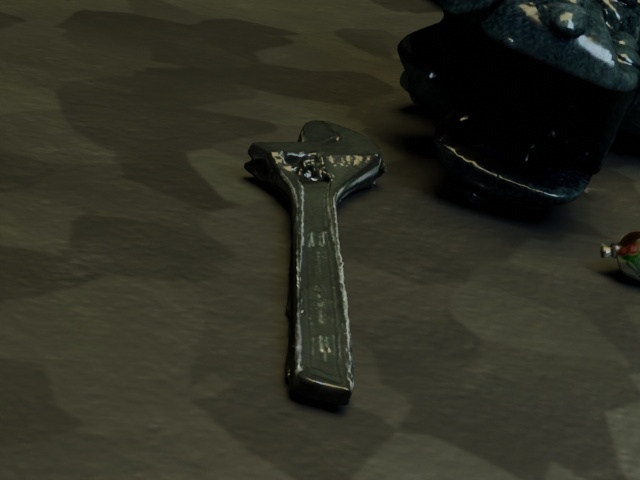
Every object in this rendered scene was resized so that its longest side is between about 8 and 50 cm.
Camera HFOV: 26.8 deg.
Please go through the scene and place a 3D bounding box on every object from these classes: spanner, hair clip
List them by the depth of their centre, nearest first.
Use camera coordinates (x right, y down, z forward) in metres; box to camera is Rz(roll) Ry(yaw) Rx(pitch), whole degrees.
[{"bbox_3d":[0.000,0.000,0.775,0.093,0.026,0.325,9,28,-6],"label":"spanner"},{"bbox_3d":[0.179,-0.144,0.958,0.206,0.194,0.310,36,34,30],"label":"hair clip"}]

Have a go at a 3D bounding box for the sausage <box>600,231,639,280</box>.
[{"bbox_3d":[0.302,0.032,0.809,0.269,0.033,0.033,12,26,4],"label":"sausage"}]
